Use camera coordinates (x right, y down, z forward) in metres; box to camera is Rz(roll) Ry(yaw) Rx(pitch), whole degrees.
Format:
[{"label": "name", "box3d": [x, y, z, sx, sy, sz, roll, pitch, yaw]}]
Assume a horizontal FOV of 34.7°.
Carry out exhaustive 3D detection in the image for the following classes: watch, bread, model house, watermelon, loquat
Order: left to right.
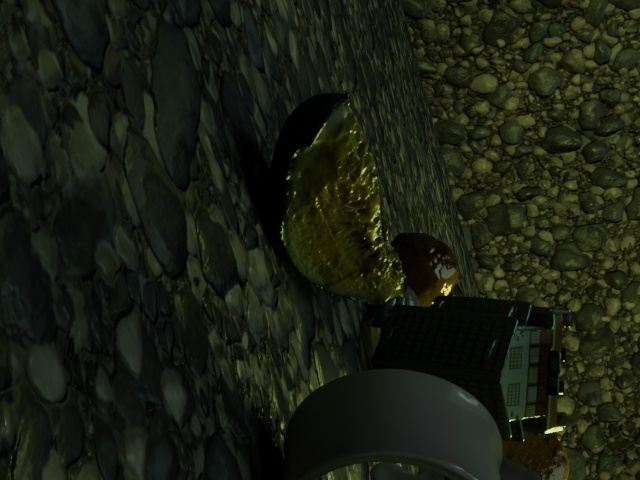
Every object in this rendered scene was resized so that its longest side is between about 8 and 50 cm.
[{"label": "watermelon", "box3d": [0.012, -0.039, 1.129, 0.301, 0.129, 0.123, 72, 14, -45]}, {"label": "watch", "box3d": [0.088, 0.220, 0.936, 0.196, 0.244, 0.231, -82, 163, -57]}, {"label": "loquat", "box3d": [0.164, 0.049, 1.736, 0.113, 0.137, 0.137, 4, 71, -50]}, {"label": "model house", "box3d": [0.225, 0.180, 1.477, 0.215, 0.224, 0.198, 6, 89, -46]}, {"label": "bread", "box3d": [0.340, 0.422, 1.898, 0.240, 0.239, 0.139, -84, 171, -56]}]

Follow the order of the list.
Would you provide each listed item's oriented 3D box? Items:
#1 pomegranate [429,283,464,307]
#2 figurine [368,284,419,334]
[{"label": "pomegranate", "box3d": [0.190, 0.108, 1.852, 0.161, 0.122, 0.122, 45, 21, -12]}, {"label": "figurine", "box3d": [0.114, 0.117, 1.568, 0.114, 0.079, 0.114, 25, 61, -55]}]
